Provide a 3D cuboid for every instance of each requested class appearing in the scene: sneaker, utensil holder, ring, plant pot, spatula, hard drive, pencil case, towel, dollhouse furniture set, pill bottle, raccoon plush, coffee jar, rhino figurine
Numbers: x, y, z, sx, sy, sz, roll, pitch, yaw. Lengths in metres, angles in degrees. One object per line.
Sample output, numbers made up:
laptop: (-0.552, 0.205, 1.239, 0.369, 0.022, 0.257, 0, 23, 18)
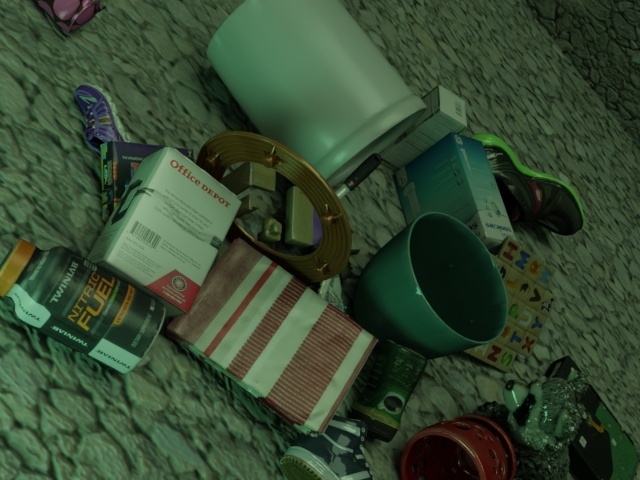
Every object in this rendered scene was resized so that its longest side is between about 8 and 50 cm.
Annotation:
sneaker: (0.068, 0.433, 1.374, 0.282, 0.099, 0.153, 45, 43, -5)
utensil holder: (-0.015, -0.336, 1.659, 0.385, 0.327, 0.327, 52, 41, 1)
ring: (-0.095, -0.048, 1.377, 0.336, 0.336, 0.032, 46, 53, -10)
plant pot: (0.281, 0.443, 1.501, 0.174, 0.191, 0.191, -5, 67, -49)
spatula: (0.039, -0.097, 1.616, 0.084, 0.030, 0.296, 49, 63, -4)
hard drive: (0.672, 0.490, 1.932, 0.339, 0.064, 0.237, 52, 41, 0)
sneaker: (-0.406, -0.212, 1.400, 0.071, 0.068, 0.170, -25, 82, -43)
pencil case: (-0.518, -0.507, 1.471, 0.209, 0.098, 0.095, 47, 41, -7)
towel: (-0.082, 0.169, 1.372, 0.329, 0.037, 0.237, 36, 56, 0)
dollhouse furniture set: (-0.111, -0.057, 1.527, 0.151, 0.123, 0.144, 16, 65, -33)
pill bottle: (-0.373, 0.095, 1.167, 0.246, 0.130, 0.130, 33, 45, -21)
plant pot: (0.209, 0.120, 1.616, 0.293, 0.235, 0.293, 25, 49, -32)
sneaker: (0.559, -0.118, 2.194, 0.483, 0.185, 0.202, 27, 65, -24)
raccoon plush: (0.529, 0.445, 1.647, 0.446, 0.299, 0.216, 32, 45, -24)
coffee jar: (0.130, 0.294, 1.489, 0.096, 0.079, 0.184, 30, 80, -23)
sneaker: (0.003, 0.158, 1.514, 0.122, 0.110, 0.283, 31, 55, -33)
rhino figurine: (0.000, 0.000, 1.630, 0.243, 0.073, 0.106, 42, 44, -16)

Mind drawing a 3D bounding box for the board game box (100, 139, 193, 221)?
board game box: (-0.311, -0.102, 1.391, 0.170, 0.048, 0.141, 0, 86, -43)

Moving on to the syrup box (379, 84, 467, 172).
syrup box: (0.251, -0.275, 1.928, 0.096, 0.237, 0.093, 25, 49, -27)

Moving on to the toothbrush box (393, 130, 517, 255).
toothbrush box: (0.325, -0.081, 1.882, 0.126, 0.216, 0.295, 10, 56, -39)

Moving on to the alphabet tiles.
alphabet tiles: (0.446, 0.158, 1.821, 0.342, 0.011, 0.285, 29, 87, -40)

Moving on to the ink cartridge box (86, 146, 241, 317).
ink cartridge box: (-0.266, -0.013, 1.308, 0.172, 0.100, 0.237, 38, 59, -28)
